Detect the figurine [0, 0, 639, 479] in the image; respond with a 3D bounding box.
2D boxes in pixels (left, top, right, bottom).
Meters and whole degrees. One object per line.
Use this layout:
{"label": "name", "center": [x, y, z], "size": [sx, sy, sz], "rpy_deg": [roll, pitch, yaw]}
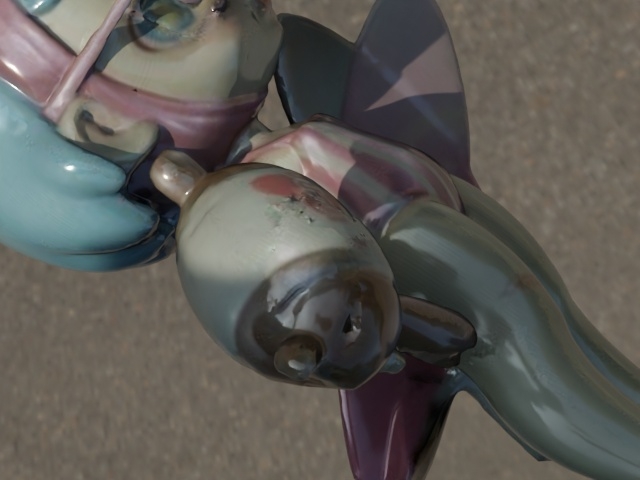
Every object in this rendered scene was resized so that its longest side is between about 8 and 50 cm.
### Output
{"label": "figurine", "center": [-0.005, 0.007, 0.494], "size": [0.260, 0.205, 0.103], "rpy_deg": [35, 116, 1]}
